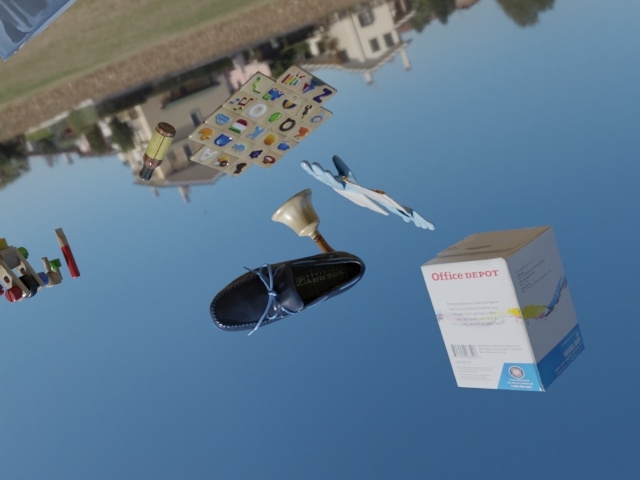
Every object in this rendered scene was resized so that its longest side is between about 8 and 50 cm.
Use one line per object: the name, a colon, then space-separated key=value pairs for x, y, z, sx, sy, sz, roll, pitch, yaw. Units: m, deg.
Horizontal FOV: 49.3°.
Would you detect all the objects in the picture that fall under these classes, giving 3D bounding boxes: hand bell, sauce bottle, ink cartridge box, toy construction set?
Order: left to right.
toy construction set: x=-0.804 y=0.035 z=1.780 sx=0.308 sy=0.237 sz=0.257 roll=-22 pitch=-170 yaw=-32
sauce bottle: x=-0.333 y=-0.178 z=1.407 sx=0.128 sy=0.042 sz=0.042 roll=-54 pitch=179 yaw=28
hand bell: x=0.000 y=0.000 z=1.753 sx=0.126 sy=0.242 sz=0.126 roll=-38 pitch=172 yaw=-6
ink cartridge box: x=0.314 y=0.112 z=1.194 sx=0.168 sy=0.233 sz=0.171 roll=-26 pitch=-167 yaw=-41

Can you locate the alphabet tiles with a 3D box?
alphabet tiles: x=-0.133 y=-0.269 z=1.623 sx=0.342 sy=0.011 sz=0.285 roll=-37 pitch=153 yaw=25

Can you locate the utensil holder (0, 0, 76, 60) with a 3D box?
utensil holder: x=-0.629 y=-0.579 z=1.298 sx=0.327 sy=0.385 sz=0.328 roll=-33 pitch=-154 yaw=18

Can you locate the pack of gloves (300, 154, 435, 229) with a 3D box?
pack of gloves: x=0.087 y=-0.088 z=1.173 sx=0.195 sy=0.046 sz=0.232 roll=22 pitch=178 yaw=35

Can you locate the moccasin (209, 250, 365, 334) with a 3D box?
moccasin: x=-0.069 y=0.089 z=1.453 sx=0.342 sy=0.138 sz=0.117 roll=-24 pitch=179 yaw=-14
